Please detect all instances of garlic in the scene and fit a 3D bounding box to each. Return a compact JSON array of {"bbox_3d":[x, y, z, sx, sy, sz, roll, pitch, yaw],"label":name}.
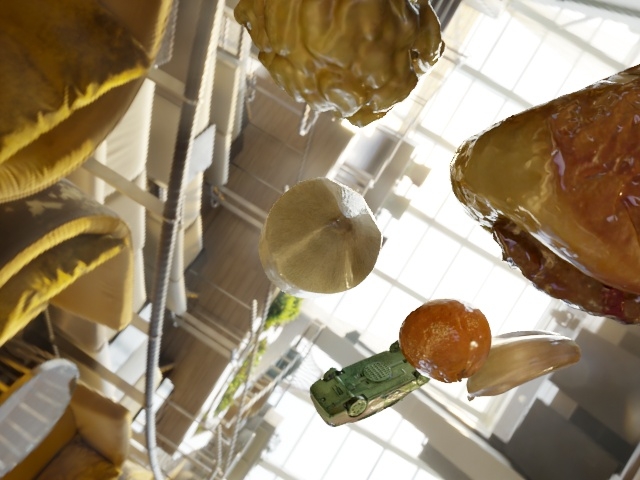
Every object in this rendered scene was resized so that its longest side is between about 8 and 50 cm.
[{"bbox_3d":[0.382,0.232,1.109,0.228,0.110,0.217,-22,165,0],"label":"garlic"}]

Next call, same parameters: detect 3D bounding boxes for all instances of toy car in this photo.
[{"bbox_3d":[0.093,0.249,0.972,0.224,0.090,0.076,-17,123,-23],"label":"toy car"}]

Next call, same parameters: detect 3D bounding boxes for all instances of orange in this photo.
[{"bbox_3d":[0.185,0.145,0.825,0.135,0.117,0.135,-26,152,-15],"label":"orange"}]

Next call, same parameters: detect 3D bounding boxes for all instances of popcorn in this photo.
[{"bbox_3d":[0.026,-0.240,0.594,0.190,0.250,0.250,-44,178,24],"label":"popcorn"}]

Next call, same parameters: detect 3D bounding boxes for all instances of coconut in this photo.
[{"bbox_3d":[0.000,0.000,1.135,0.237,0.237,0.266,-56,-178,-19],"label":"coconut"}]

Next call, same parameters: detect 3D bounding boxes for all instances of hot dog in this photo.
[{"bbox_3d":[0.328,-0.056,0.483,0.405,0.223,0.185,-21,-176,0],"label":"hot dog"}]
